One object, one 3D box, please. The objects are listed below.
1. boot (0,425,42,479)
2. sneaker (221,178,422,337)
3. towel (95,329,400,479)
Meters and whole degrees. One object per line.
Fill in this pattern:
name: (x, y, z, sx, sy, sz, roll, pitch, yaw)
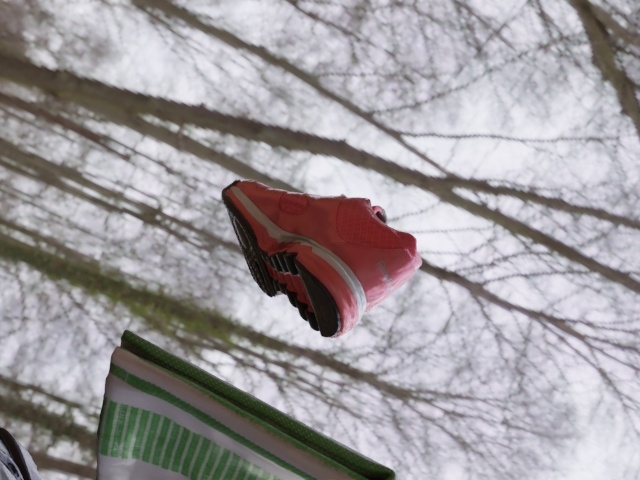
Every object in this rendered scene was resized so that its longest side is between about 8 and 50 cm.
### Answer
boot: (-0.304, 0.172, 0.712, 0.146, 0.445, 0.367, -35, -130, -8)
sneaker: (0.000, 0.001, 1.181, 0.136, 0.116, 0.314, -27, -150, -16)
towel: (-0.074, 0.229, 0.859, 0.038, 0.248, 0.325, -56, 168, -46)
